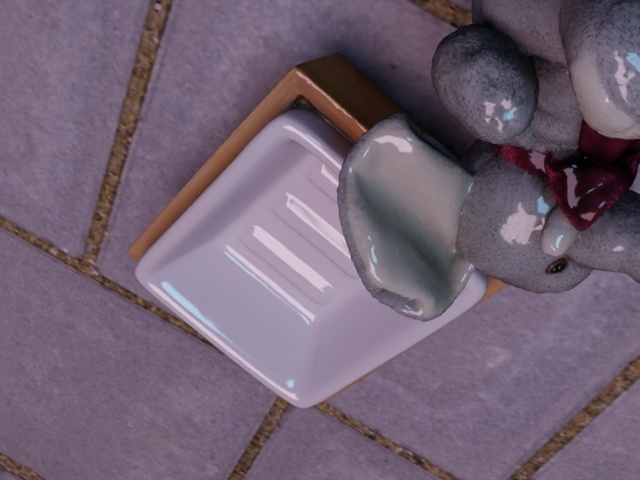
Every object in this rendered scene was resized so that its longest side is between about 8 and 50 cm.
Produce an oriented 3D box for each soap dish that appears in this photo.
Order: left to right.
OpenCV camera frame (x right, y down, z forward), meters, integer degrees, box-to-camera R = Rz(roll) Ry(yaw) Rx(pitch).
[{"bbox_3d":[0.000,0.000,0.861,0.229,0.118,0.291,40,136,-10],"label":"soap dish"}]

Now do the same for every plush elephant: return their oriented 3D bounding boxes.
[{"bbox_3d":[0.159,-0.060,0.623,0.330,0.271,0.256,27,131,48],"label":"plush elephant"}]
